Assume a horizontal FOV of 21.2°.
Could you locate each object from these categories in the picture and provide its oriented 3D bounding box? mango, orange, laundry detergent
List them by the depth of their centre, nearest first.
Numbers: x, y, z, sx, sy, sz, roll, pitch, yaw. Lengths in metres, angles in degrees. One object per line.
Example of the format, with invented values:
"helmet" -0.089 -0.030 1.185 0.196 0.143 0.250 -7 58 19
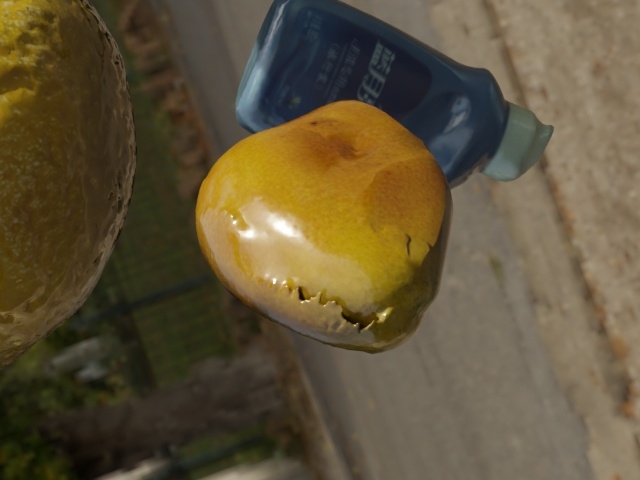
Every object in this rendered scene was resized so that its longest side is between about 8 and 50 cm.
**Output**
"orange" -0.078 -0.018 0.341 0.085 0.085 0.095 131 155 -82
"mango" 0.000 0.000 1.243 0.236 0.166 0.136 39 138 51
"laundry detergent" 0.073 -0.122 1.576 0.094 0.289 0.143 178 111 -80
